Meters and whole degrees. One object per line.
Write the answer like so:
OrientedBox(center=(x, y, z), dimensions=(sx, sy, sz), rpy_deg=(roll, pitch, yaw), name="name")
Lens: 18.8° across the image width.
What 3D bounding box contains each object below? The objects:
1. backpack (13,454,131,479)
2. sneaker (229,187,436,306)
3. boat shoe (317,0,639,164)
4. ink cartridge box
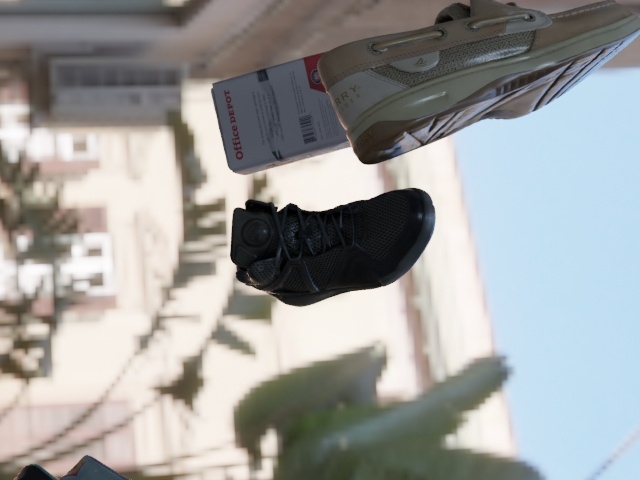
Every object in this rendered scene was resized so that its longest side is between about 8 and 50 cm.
OrientedBox(center=(-0.143, 0.249, 1.295), dimensions=(0.166, 0.144, 0.188), rpy_deg=(20, -45, 45), name="backpack")
OrientedBox(center=(0.000, 0.000, 1.852), dimensions=(0.227, 0.130, 0.087), rpy_deg=(-19, -116, 42), name="sneaker")
OrientedBox(center=(0.151, -0.172, 1.735), dimensions=(0.110, 0.341, 0.121), rpy_deg=(61, -36, 12), name="boat shoe")
OrientedBox(center=(-0.036, -0.133, 2.033), dimensions=(0.056, 0.135, 0.099), rpy_deg=(10, 67, -75), name="ink cartridge box")
